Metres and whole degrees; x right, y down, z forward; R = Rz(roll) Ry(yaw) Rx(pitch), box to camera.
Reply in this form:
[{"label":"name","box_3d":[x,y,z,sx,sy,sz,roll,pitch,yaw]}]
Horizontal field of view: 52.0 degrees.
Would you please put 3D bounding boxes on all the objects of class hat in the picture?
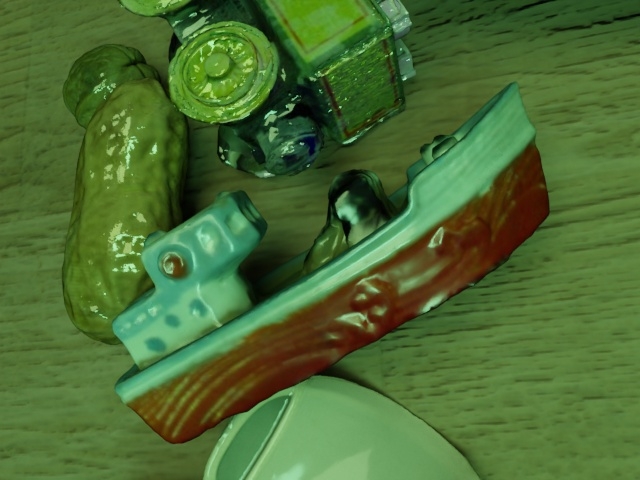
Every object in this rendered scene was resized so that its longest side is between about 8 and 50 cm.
[{"label":"hat","box_3d":[-0.006,0.222,0.465,0.219,0.164,0.226,33,51,27]}]

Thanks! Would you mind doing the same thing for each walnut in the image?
[{"label":"walnut","box_3d":[-0.192,-0.137,0.608,0.092,0.092,0.092,-4,76,19]}]

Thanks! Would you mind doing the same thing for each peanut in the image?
[{"label":"peanut","box_3d":[-0.156,-0.024,0.549,0.108,0.095,0.226,3,85,50]}]

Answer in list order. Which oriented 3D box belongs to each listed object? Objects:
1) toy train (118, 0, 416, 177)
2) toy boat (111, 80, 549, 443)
[{"label":"toy train","box_3d":[-0.049,-0.175,0.540,0.177,0.134,0.261,-32,70,1]},{"label":"toy boat","box_3d":[0.000,0.000,0.458,0.332,0.145,0.133,-31,96,10]}]
